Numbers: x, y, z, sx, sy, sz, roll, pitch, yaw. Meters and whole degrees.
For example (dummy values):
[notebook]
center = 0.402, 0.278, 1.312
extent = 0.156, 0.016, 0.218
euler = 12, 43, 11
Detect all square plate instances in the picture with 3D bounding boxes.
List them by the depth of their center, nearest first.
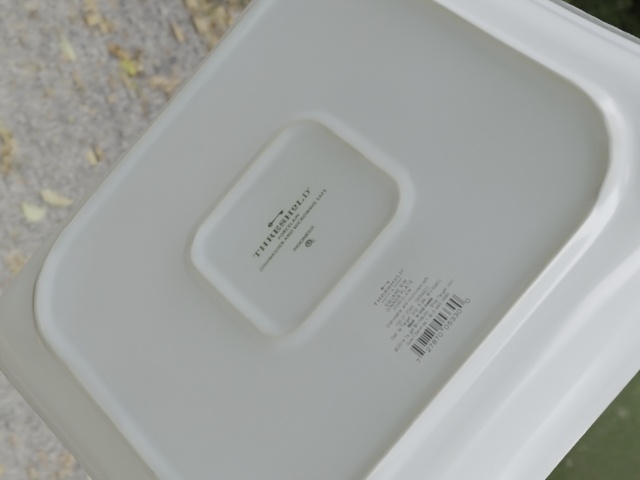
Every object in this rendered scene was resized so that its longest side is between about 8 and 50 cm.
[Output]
[square plate]
center = 0.000, 0.000, 0.694
extent = 0.344, 0.347, 0.049
euler = 40, 0, 43
